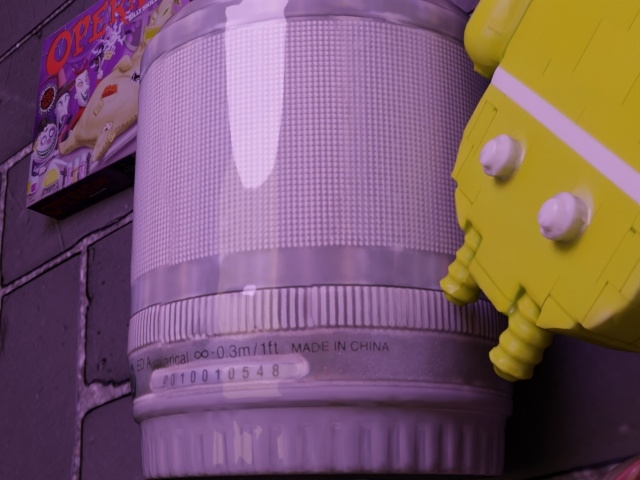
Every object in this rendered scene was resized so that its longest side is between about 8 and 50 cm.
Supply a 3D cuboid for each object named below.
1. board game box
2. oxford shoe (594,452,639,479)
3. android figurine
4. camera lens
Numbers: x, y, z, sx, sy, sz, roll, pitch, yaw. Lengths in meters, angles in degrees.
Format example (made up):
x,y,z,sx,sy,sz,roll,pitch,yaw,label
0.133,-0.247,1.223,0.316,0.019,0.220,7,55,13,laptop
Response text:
x,y,z,sx,sy,sz,roll,pitch,yaw,label
-0.165,-0.166,0.923,0.346,0.056,0.208,-20,57,38,board game box
0.103,0.204,0.466,0.348,0.130,0.123,-37,73,23,oxford shoe
0.131,-0.070,0.385,0.273,0.056,0.248,-62,25,21,android figurine
0.000,0.000,0.562,0.219,0.219,0.274,-14,69,41,camera lens
